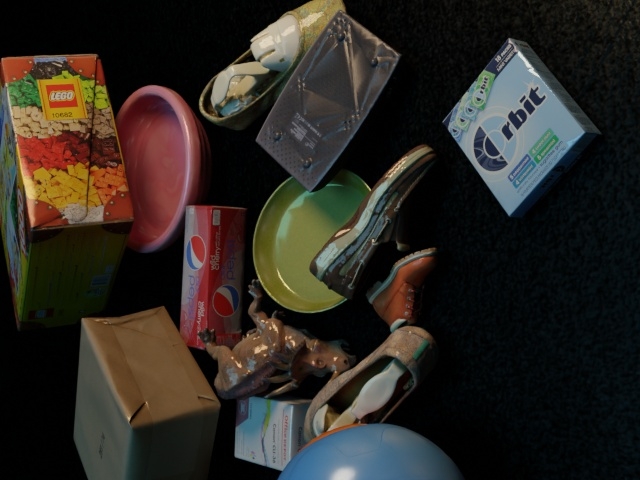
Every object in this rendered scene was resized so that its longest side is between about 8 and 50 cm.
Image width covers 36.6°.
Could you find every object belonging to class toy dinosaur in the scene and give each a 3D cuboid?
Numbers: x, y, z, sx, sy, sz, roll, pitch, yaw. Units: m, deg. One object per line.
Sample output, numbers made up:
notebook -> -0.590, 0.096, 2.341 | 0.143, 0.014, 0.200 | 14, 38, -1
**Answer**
toy dinosaur -> -0.101, 0.206, 1.601 | 0.296, 0.127, 0.200 | -40, 48, 27

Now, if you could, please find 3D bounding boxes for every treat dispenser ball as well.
treat dispenser ball -> 0.068, 0.391, 1.306 | 0.288, 0.288, 0.288 | -3, 87, 49

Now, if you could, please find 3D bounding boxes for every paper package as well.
paper package -> -0.333, 0.339, 1.780 | 0.309, 0.168, 0.324 | 50, 138, 44

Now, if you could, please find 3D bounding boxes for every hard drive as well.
hard drive -> 0.019, -0.216, 1.527 | 0.172, 0.054, 0.254 | 44, 109, 33

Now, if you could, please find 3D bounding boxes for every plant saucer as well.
plant saucer -> 0.000, 0.000, 1.548 | 0.241, 0.037, 0.240 | -9, 72, 31
plant saucer -> -0.320, -0.140, 1.933 | 0.332, 0.084, 0.332 | -3, 86, 48

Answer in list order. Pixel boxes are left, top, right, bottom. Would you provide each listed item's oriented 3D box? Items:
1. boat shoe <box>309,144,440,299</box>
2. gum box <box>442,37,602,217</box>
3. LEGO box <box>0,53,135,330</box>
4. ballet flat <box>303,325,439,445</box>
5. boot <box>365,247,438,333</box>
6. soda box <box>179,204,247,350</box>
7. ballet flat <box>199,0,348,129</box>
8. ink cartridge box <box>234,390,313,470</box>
boat shoe -> 0.100, -0.020, 1.428 | 0.095, 0.095, 0.257 | 43, 104, 14
gum box -> 0.263, -0.150, 1.291 | 0.157, 0.041, 0.184 | -53, 51, 34
LEGO box -> -0.543, -0.083, 1.991 | 0.500, 0.193, 0.372 | 124, 134, -57
ballet flat -> 0.054, 0.246, 1.445 | 0.108, 0.106, 0.316 | 37, 122, 2
boot -> 0.135, 0.074, 1.424 | 0.158, 0.059, 0.084 | -52, 55, 45
soda box -> -0.198, 0.067, 1.785 | 0.092, 0.083, 0.263 | 4, 91, 49
ballet flat -> -0.093, -0.299, 1.653 | 0.348, 0.123, 0.123 | -35, 63, 42
ink cartridge box -> -0.061, 0.322, 1.627 | 0.198, 0.067, 0.115 | -1, 88, 49
